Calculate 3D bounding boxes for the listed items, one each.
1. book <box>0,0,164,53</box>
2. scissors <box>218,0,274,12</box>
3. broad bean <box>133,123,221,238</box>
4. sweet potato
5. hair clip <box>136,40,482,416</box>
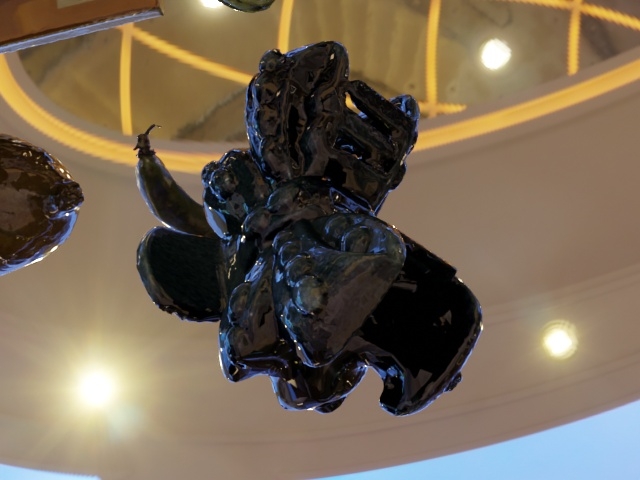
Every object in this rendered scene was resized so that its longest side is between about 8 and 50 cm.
[{"bbox_3d":[-0.309,-0.372,1.182,0.262,0.028,0.374,-12,-110,9],"label":"book"},{"bbox_3d":[-0.091,-0.216,0.668,0.187,0.020,0.133,28,-129,-6],"label":"scissors"},{"bbox_3d":[-0.121,-0.026,1.137,0.069,0.039,0.227,-40,-50,4],"label":"broad bean"},{"bbox_3d":[-0.347,-0.034,1.041,0.370,0.158,0.158,8,-108,27],"label":"sweet potato"},{"bbox_3d":[-0.004,0.005,0.855,0.194,0.206,0.310,35,-150,-35],"label":"hair clip"}]
